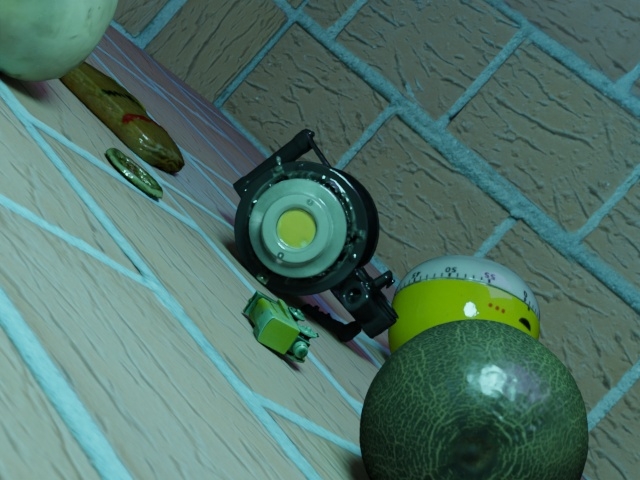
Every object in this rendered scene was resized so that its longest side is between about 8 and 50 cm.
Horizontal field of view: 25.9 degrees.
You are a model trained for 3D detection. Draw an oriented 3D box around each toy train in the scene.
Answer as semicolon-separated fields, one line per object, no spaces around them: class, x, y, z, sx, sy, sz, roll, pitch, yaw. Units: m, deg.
toy train;-0.051;0.108;1.731;0.081;0.050;0.122;29;9;-23

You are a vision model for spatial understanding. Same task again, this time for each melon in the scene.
melon;0.160;0.201;1.464;0.237;0.237;0.301;42;5;4

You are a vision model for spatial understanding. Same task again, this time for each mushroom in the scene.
mushroom;-0.445;-0.376;1.918;0.336;0.314;0.314;12;1;9

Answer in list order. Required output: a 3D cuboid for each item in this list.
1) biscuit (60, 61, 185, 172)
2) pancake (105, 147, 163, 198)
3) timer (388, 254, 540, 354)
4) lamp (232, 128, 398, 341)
biscuit;-0.321;-0.211;2.371;0.277;0.052;0.262;44;6;22
pancake;-0.266;-0.096;2.000;0.108;0.017;0.108;41;9;-8
timer;0.235;0.190;2.368;0.285;0.285;0.285;41;5;-4
lamp;-0.024;-0.029;2.159;0.374;0.205;0.272;56;6;23
